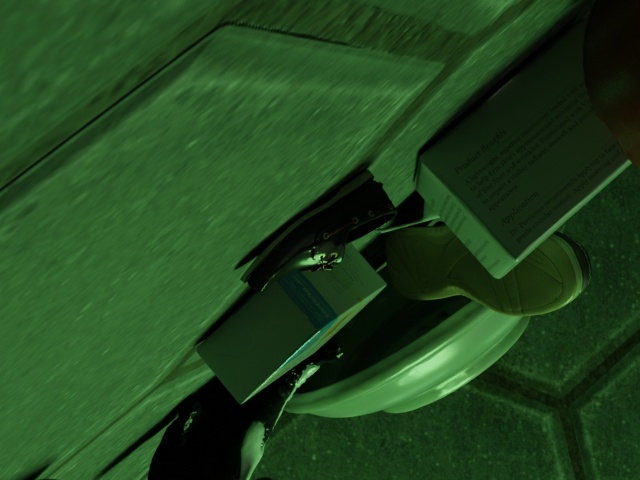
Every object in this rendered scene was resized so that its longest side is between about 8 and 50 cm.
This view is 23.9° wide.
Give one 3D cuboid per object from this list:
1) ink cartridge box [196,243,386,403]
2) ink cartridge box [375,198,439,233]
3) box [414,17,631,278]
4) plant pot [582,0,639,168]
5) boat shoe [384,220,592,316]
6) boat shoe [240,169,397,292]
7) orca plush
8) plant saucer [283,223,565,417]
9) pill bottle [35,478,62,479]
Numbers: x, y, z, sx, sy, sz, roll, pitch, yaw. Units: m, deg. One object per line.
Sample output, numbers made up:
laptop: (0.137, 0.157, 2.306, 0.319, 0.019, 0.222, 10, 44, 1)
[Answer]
ink cartridge box: (-0.014, 0.059, 1.271, 0.104, 0.061, 0.181, -44, 174, 27)
ink cartridge box: (0.182, -0.060, 1.537, 0.224, 0.045, 0.223, -13, -178, 17)
box: (0.185, -0.073, 1.295, 0.181, 0.119, 0.182, -41, 174, -2)
plant pot: (0.332, -0.156, 1.062, 0.272, 0.272, 0.265, -39, -179, -20)
boat shoe: (0.174, 0.014, 1.502, 0.092, 0.102, 0.285, -20, -171, -31)
boat shoe: (0.001, -0.001, 1.051, 0.133, 0.042, 0.049, -35, 174, -32)
orca plush: (-0.097, 0.193, 1.555, 0.287, 0.151, 0.102, -38, 143, 0)
plant saucer: (0.130, 0.099, 1.754, 0.400, 0.100, 0.400, -33, -170, 7)
pill bottle: (-0.248, 0.277, 1.195, 0.184, 0.103, 0.103, -44, 173, 27)
